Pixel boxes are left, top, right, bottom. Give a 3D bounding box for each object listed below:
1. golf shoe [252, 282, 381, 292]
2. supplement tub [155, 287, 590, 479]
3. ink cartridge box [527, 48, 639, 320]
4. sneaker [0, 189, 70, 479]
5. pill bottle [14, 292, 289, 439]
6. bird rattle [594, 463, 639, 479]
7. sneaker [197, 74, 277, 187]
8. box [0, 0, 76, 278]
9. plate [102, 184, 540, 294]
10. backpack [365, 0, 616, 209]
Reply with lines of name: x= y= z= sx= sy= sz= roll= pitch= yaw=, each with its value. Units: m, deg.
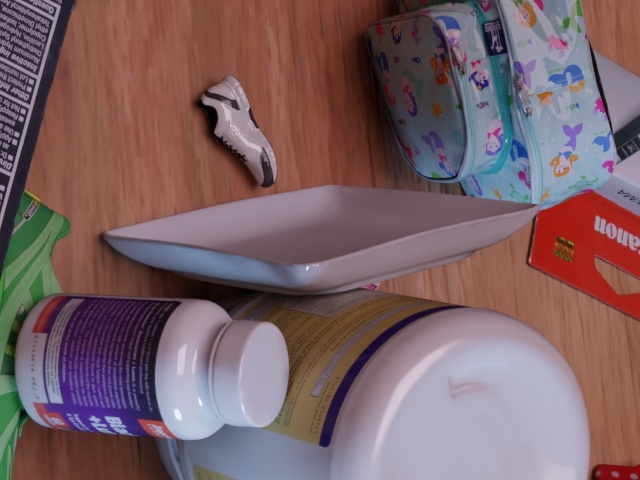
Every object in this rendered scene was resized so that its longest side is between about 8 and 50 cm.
golf shoe: x=0.019 y=0.041 z=1.841 sx=0.186 sy=0.067 sz=0.086 roll=-26 pitch=106 yaw=-31
supplement tub: x=0.031 y=0.159 z=1.618 sx=0.241 sy=0.331 sz=0.241 roll=-4 pitch=97 yaw=-34
ink cartridge box: x=0.350 y=-0.042 z=2.136 sx=0.275 sy=0.060 sz=0.239 roll=25 pitch=63 yaw=-33
sneaker: x=-0.247 y=0.096 z=1.576 sx=0.123 sy=0.109 sz=0.295 roll=16 pitch=70 yaw=-33
pill bottle: x=-0.127 y=0.097 z=1.514 sx=0.108 sy=0.193 sz=0.108 roll=-7 pitch=98 yaw=-63
bird rattle: x=0.355 y=0.356 z=2.036 sx=0.207 sy=0.143 sz=0.253 roll=29 pitch=49 yaw=-44
sneaker: x=-0.077 y=-0.094 z=1.813 sx=0.044 sy=0.040 sz=0.109 roll=-30 pitch=96 yaw=-23
box: x=-0.375 y=-0.101 z=1.467 sx=0.296 sy=0.183 sz=0.294 roll=26 pitch=63 yaw=-31
plate: x=0.000 y=0.000 z=1.703 sx=0.278 sy=0.277 sz=0.045 roll=-13 pitch=104 yaw=-41
backpack: x=0.171 y=-0.144 z=1.907 sx=0.191 sy=0.225 sz=0.253 roll=-26 pitch=102 yaw=-18
